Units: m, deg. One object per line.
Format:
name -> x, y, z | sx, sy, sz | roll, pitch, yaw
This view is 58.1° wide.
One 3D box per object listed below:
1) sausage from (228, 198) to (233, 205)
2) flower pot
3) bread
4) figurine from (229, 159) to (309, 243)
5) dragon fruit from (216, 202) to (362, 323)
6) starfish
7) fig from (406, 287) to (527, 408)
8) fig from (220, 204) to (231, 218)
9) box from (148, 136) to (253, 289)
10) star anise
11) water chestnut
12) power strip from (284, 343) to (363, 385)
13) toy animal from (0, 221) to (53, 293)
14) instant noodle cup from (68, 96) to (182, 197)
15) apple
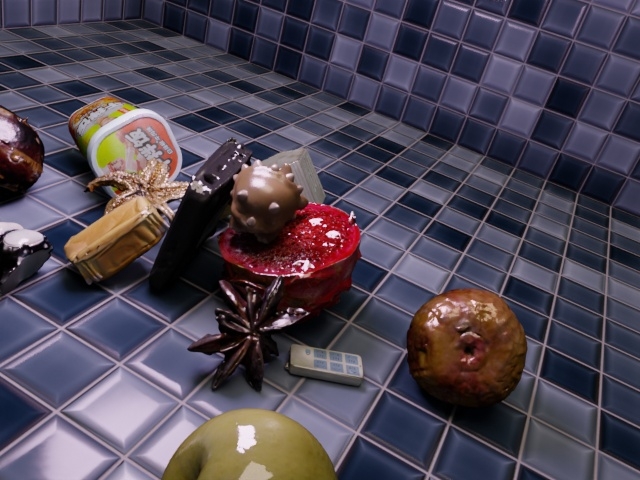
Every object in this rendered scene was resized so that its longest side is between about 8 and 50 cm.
sausage -> -0.150, -0.092, 1.696 | 0.326, 0.087, 0.079 | 21, 53, 3
flower pot -> -0.116, -0.166, 1.841 | 0.209, 0.190, 0.239 | -14, 24, 19
bread -> -0.506, -0.003, 1.439 | 0.241, 0.107, 0.136 | -37, 40, -13
figurine -> -0.122, -0.116, 1.396 | 0.177, 0.173, 0.247 | 37, 45, 14
dragon fruit -> -0.073, 0.063, 1.505 | 0.371, 0.249, 0.386 | -9, 32, -11
starfish -> -0.499, -0.118, 1.632 | 0.312, 0.113, 0.303 | 33, 54, 28
fig -> 0.371, 0.267, 1.447 | 0.286, 0.286, 0.368 | 28, 1, 20
fig -> -0.319, -0.106, 1.789 | 0.231, 0.160, 0.143 | 47, 25, -8
box -> -0.310, -0.073, 1.504 | 0.091, 0.350, 0.359 | 30, 31, -4
star anise -> -0.157, 0.204, 1.275 | 0.212, 0.129, 0.283 | 31, 71, -18
water chestnut -> -0.920, -0.230, 1.596 | 0.300, 0.300, 0.300 | 12, 30, -7
power strip -> 0.012, 0.293, 1.359 | 0.192, 0.035, 0.081 | 13, 30, -8
toy animal -> -0.742, 0.024, 1.337 | 0.179, 0.138, 0.166 | 27, 15, 8
instant noodle cup -> -0.636, -0.308, 1.825 | 0.294, 0.294, 0.308 | -11, 32, -38
apple -> -0.105, 0.406, 0.866 | 0.254, 0.292, 0.292 | 27, 23, -29
